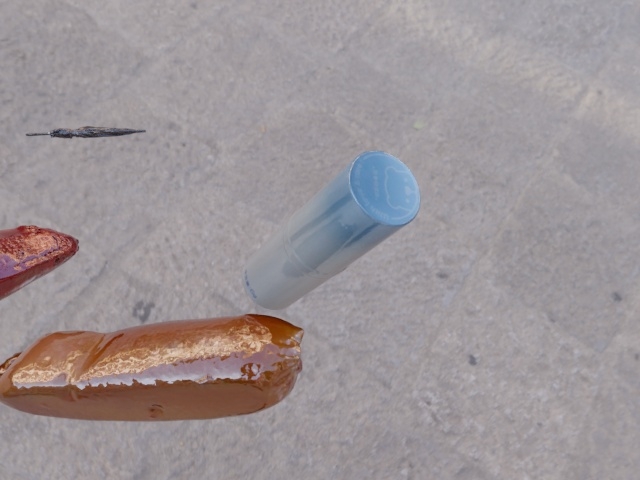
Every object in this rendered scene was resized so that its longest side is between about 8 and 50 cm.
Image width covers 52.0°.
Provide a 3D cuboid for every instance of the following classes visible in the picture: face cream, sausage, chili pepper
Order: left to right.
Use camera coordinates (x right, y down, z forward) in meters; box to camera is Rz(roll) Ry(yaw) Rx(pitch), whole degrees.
[{"bbox_3d":[-0.437,0.053,0.711,0.110,0.110,0.388,43,35,17],"label":"chili pepper"},{"bbox_3d":[-0.182,0.138,0.686,0.349,0.094,0.097,-7,29,14],"label":"sausage"},{"bbox_3d":[0.000,0.000,0.661,0.077,0.250,0.077,11,64,-24],"label":"face cream"}]

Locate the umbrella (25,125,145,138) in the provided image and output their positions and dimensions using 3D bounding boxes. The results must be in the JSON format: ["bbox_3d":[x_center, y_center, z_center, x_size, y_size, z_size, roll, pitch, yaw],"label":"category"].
[{"bbox_3d":[-0.249,-0.116,0.701,0.122,0.022,0.013,-4,101,-12],"label":"umbrella"}]
